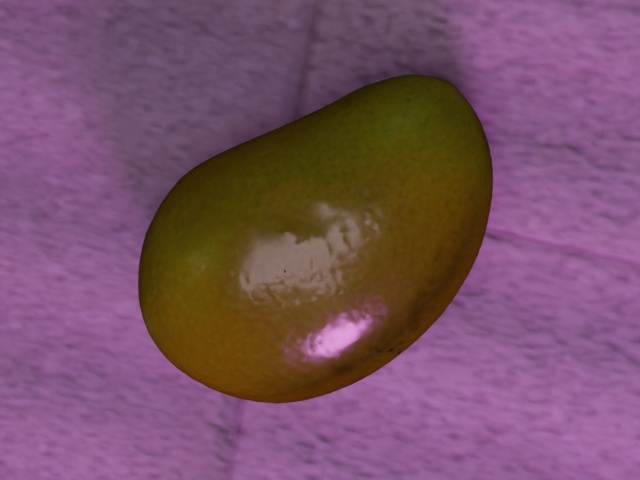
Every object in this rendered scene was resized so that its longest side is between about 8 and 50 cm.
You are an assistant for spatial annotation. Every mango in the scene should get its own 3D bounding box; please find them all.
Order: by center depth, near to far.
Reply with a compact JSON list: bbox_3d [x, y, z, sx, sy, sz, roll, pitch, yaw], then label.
[{"bbox_3d":[0.001,0.009,1.094,0.273,0.149,0.185,-24,93,11],"label":"mango"}]
